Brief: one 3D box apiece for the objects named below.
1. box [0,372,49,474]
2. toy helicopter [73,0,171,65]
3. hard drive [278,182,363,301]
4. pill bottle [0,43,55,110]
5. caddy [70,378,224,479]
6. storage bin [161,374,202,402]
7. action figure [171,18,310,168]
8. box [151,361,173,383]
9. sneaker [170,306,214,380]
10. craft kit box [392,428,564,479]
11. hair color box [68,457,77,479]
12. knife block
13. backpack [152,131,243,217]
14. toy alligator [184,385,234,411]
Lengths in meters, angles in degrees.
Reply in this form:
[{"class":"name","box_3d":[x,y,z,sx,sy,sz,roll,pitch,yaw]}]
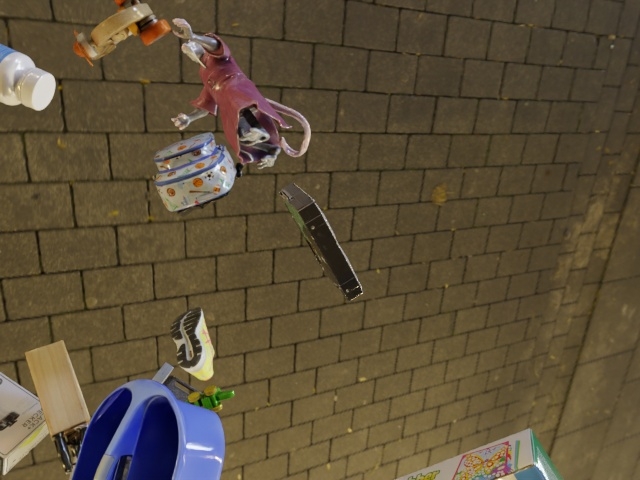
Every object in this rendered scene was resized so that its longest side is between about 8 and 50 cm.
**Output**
[{"class":"box","box_3d":[-0.871,0.452,1.277,0.290,0.169,0.087,32,123,6]},{"class":"toy helicopter","box_3d":[-0.583,-0.550,1.328,0.235,0.355,0.140,-46,117,-25]},{"class":"hard drive","box_3d":[0.000,0.000,1.469,0.064,0.237,0.339,-33,115,-6]},{"class":"pill bottle","box_3d":[-0.740,-0.386,1.109,0.222,0.124,0.124,23,99,-6]},{"class":"caddy","box_3d":[-0.320,0.420,0.842,0.179,0.241,0.341,39,56,-55]},{"class":"storage bin","box_3d":[-0.430,0.494,1.408,0.122,0.084,0.180,30,125,2]},{"class":"action figure","box_3d":[-0.205,-0.367,1.142,0.276,0.370,0.248,-19,157,-33]},{"class":"box","box_3d":[-0.587,0.522,1.690,0.038,0.145,0.186,35,137,-2]},{"class":"sneaker","box_3d":[-0.291,0.242,1.129,0.081,0.208,0.094,-26,126,2]},{"class":"craft kit box","box_3d":[0.132,0.316,0.406,0.247,0.061,0.249,-33,89,21]},{"class":"hair color box","box_3d":[-0.687,0.762,1.495,0.174,0.105,0.347,12,66,-16]},{"class":"knife block","box_3d":[-0.612,0.413,1.166,0.088,0.242,0.275,-18,117,-35]},{"class":"backpack","box_3d":[-0.384,-0.202,1.482,0.277,0.263,0.213,-25,122,0]},{"class":"toy alligator","box_3d":[-0.297,0.387,1.145,0.190,0.051,0.056,-19,101,-11]}]
